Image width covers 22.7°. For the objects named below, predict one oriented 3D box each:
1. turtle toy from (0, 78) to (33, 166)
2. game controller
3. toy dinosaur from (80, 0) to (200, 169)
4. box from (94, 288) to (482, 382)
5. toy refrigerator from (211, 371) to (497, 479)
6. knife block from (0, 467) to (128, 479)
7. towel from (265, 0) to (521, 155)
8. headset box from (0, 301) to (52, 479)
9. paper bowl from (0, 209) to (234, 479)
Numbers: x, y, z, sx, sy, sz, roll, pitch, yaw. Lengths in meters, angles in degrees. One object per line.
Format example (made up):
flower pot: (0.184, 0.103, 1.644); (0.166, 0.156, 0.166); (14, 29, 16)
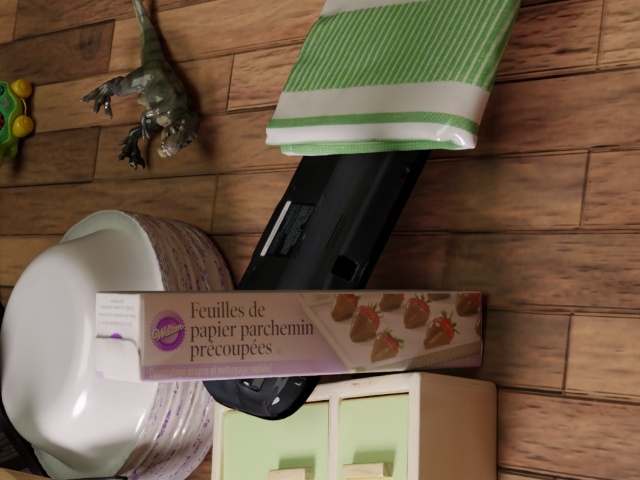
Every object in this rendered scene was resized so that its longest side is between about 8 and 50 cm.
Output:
turtle toy: (-0.400, -0.139, 1.953); (0.095, 0.066, 0.130); (-29, 59, 45)
game controller: (0.000, 0.000, 1.355); (0.319, 0.067, 0.166); (-63, 20, -11)
toy dinosaur: (-0.190, -0.155, 1.701); (0.118, 0.064, 0.268); (-47, 45, 25)
box: (-0.015, 0.068, 1.201); (0.067, 0.324, 0.063); (-2, 88, 51)
toy refrigerator: (0.018, 0.172, 1.321); (0.269, 0.094, 0.102); (-12, 71, 49)
knife block: (-0.242, 0.297, 1.548); (0.275, 0.242, 0.088); (138, 145, -56)
towel: (0.091, -0.218, 1.308); (0.248, 0.038, 0.325); (2, 65, 51)
headset box: (-0.402, 0.147, 1.730); (0.131, 0.283, 0.246); (-20, 56, -3)
paper bowl: (-0.218, 0.110, 1.596); (0.284, 0.148, 0.284); (-15, 71, 50)
